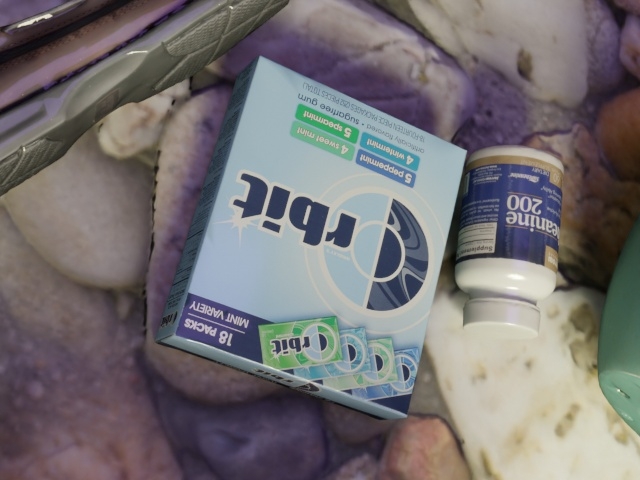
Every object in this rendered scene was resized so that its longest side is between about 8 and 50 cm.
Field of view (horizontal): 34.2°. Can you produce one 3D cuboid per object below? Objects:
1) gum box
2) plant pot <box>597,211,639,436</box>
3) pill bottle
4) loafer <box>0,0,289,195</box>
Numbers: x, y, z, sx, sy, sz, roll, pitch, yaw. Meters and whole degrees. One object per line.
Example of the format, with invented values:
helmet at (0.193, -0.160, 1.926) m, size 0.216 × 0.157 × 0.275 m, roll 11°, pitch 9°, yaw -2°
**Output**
gum box at (0.000, 0.000, 0.649) m, size 0.157 × 0.041 × 0.184 m, roll 22°, pitch 71°, yaw -20°
plant pot at (0.319, 0.052, 0.662) m, size 0.293 × 0.293 × 0.235 m, roll 42°, pitch 79°, yaw -11°
pill bottle at (0.125, 0.003, 0.692) m, size 0.067 × 0.067 × 0.120 m, roll 15°, pitch 72°, yaw -22°
loafer at (-0.124, -0.123, 0.585) m, size 0.302 × 0.109 × 0.095 m, roll -38°, pitch 92°, yaw -24°
